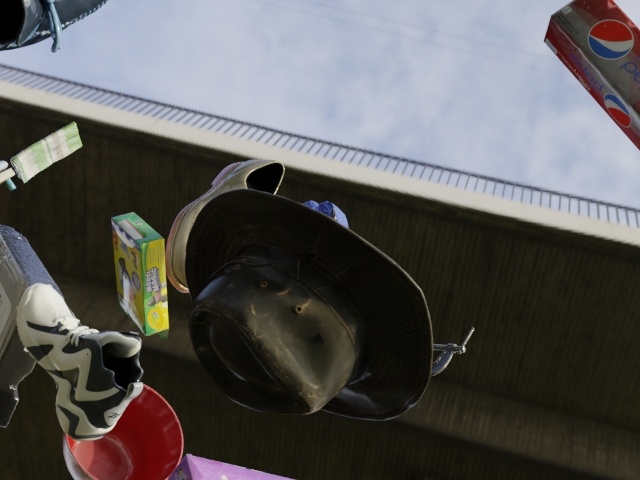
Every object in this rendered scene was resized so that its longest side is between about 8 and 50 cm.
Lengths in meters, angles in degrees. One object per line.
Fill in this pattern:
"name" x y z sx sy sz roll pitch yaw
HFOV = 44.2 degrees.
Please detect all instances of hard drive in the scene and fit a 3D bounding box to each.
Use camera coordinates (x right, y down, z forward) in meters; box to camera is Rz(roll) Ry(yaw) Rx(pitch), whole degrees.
"hard drive" -0.551 0.129 1.343 0.064 0.339 0.237 22 -83 -36

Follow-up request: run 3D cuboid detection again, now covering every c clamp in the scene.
"c clamp" 0.204 0.218 1.521 0.160 0.137 0.022 -5 -58 36

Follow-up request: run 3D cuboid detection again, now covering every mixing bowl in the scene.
"mixing bowl" -0.305 0.306 1.160 0.181 0.181 0.098 38 -56 -4

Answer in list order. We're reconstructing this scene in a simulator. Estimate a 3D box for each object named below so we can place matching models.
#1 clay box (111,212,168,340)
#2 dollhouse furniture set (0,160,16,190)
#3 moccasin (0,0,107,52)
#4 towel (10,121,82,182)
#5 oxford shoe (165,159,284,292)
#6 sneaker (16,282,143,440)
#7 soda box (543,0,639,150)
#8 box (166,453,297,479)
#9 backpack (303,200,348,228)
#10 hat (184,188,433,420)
"clay box" -0.334 0.075 1.461 0.127 0.053 0.222 34 -50 45
"dollhouse furniture set" -0.599 -0.100 1.149 0.303 0.286 0.198 -26 -76 19
"moccasin" -0.367 -0.263 0.911 0.116 0.342 0.138 17 -49 37
"towel" -0.575 -0.185 1.664 0.023 0.152 0.113 53 -18 6
"oxford shoe" -0.183 -0.046 1.533 0.130 0.348 0.123 -15 -52 41
"sneaker" -0.308 0.132 1.053 0.153 0.094 0.235 -38 -116 23
"soda box" 0.454 -0.248 1.175 0.092 0.083 0.263 -33 -106 -3
"box" -0.162 0.416 1.032 0.200 0.057 0.293 24 -68 -33
"backpack" 0.000 0.000 1.361 0.101 0.120 0.098 -27 -37 24
"hat" -0.047 0.108 0.868 0.331 0.134 0.331 17 -53 24
